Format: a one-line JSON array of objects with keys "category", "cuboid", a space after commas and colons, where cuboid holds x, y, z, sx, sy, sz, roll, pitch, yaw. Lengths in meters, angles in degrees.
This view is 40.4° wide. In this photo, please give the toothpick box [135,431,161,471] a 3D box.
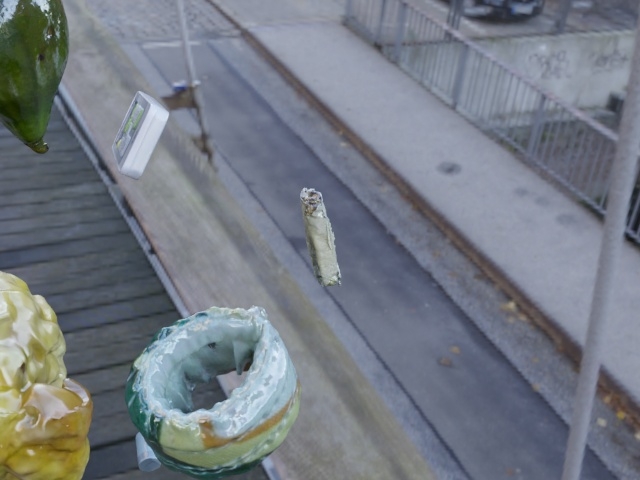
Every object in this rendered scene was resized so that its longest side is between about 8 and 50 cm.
[{"category": "toothpick box", "cuboid": [-0.401, 0.488, 2.020, 0.052, 0.052, 0.083, -4, 41, -16]}]

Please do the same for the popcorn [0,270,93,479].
[{"category": "popcorn", "cuboid": [-0.350, 0.125, 0.802, 0.332, 0.225, 0.265, 22, 9, 11]}]

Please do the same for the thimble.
[{"category": "thimble", "cuboid": [-0.170, 0.243, 1.436, 0.254, 0.167, 0.288, 25, 56, 31]}]

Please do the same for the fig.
[{"category": "fig", "cuboid": [-0.258, -0.146, 0.715, 0.117, 0.177, 0.117, -6, 26, 3]}]

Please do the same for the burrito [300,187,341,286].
[{"category": "burrito", "cuboid": [0.000, 0.000, 1.378, 0.045, 0.185, 0.041, -15, 38, -7]}]

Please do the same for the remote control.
[{"category": "remote control", "cuboid": [-0.257, -0.153, 1.229, 0.034, 0.103, 0.250, 25, 7, -20]}]
